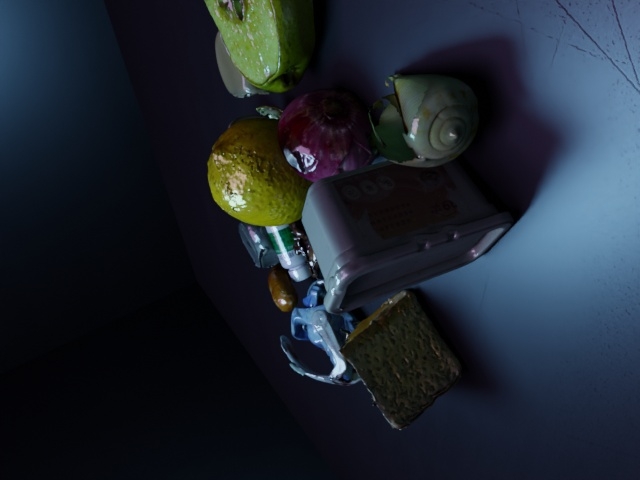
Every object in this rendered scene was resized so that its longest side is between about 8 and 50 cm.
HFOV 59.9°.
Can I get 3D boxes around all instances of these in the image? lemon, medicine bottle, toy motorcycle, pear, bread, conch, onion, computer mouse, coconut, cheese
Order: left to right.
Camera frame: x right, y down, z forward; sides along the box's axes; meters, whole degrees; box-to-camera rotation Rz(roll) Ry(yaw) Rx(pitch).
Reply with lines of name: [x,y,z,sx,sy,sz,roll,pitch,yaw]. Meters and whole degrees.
cheese: [-0.211,-0.471,1.456,0.175,0.091,0.202,26,137,55]
computer mouse: [-0.199,-0.009,1.921,0.203,0.114,0.374,60,167,3]
lemon: [-0.122,-0.160,1.317,0.258,0.310,0.258,-6,80,35]
pear: [-0.087,-0.436,1.133,0.238,0.164,0.255,10,129,52]
coconut: [-0.089,-0.284,1.420,0.133,0.055,0.158,17,146,30]
medicine bottle: [-0.104,0.001,1.741,0.095,0.095,0.260,1,117,66]
toy motorcycle: [0.004,0.269,1.602,0.319,0.241,0.182,46,159,41]
onion: [0.003,-0.212,1.147,0.207,0.200,0.200,69,159,1]
bread: [0.136,0.292,1.297,0.248,0.279,0.315,52,145,10]
conch: [0.139,-0.194,0.882,0.250,0.137,0.143,27,109,50]

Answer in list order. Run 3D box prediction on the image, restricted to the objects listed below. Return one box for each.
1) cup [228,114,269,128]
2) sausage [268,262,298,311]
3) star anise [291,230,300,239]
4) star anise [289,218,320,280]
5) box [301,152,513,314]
cup: [-0.156,-0.207,1.560,0.258,0.186,0.234,24,135,16]
sausage: [-0.125,0.138,1.816,0.103,0.076,0.302,42,-171,-14]
star anise: [0.000,0.000,1.605,0.148,0.218,0.227,29,-165,8]
star anise: [-0.011,-0.016,1.404,0.272,0.102,0.272,12,106,46]
box: [0.123,-0.028,0.914,0.182,0.311,0.175,64,160,22]
